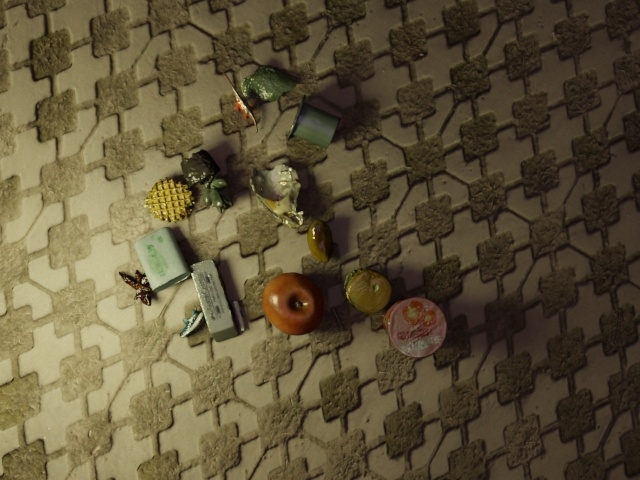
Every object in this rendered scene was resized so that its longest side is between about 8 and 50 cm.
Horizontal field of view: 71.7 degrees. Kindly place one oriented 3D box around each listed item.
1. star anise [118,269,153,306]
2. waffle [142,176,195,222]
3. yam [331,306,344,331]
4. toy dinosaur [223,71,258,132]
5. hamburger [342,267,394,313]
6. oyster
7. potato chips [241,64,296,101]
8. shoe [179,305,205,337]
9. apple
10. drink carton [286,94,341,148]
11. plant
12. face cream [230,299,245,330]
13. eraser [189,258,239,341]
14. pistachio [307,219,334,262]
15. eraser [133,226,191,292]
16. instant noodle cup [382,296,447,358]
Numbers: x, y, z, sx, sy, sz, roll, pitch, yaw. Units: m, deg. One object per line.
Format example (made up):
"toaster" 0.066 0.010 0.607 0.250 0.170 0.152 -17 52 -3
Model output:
"star anise" -0.747 0.185 1.887 0.156 0.054 0.212 -29 69 -17
"waffle" -0.644 -0.170 1.909 0.197 0.070 0.193 23 85 -5
"yam" 0.076 0.345 1.947 0.021 0.021 0.116 -24 89 -5
"toy dinosaur" -0.346 -0.601 1.937 0.055 0.101 0.280 -42 101 -16
"hamburger" 0.207 0.217 1.915 0.214 0.122 0.190 18 92 -6
"oyster" -0.178 -0.202 1.926 0.274 0.100 0.271 13 84 10
"potato chips" -0.235 -0.693 1.971 0.228 0.059 0.167 -34 99 -5
"shoe" -0.554 0.353 1.887 0.071 0.064 0.143 38 88 10
"apple" -0.110 0.265 1.850 0.251 0.206 0.272 -24 87 -8
"drink carton" -0.030 -0.494 1.915 0.189 0.191 0.186 25 83 -8
"plant" -0.471 -0.248 1.890 0.149 0.146 0.275 -32 91 14
"face cream" -0.353 0.325 1.913 0.034 0.034 0.130 -17 87 -5
"eraser" -0.450 0.258 1.890 0.111 0.077 0.353 -18 88 -5
"pistachio" -0.003 0.002 1.928 0.110 0.100 0.190 -9 102 20
"eraser" -0.665 0.080 1.861 0.173 0.081 0.227 -27 77 -5
"instant noodle cup" 0.379 0.350 1.862 0.242 0.231 0.243 0 87 -4
